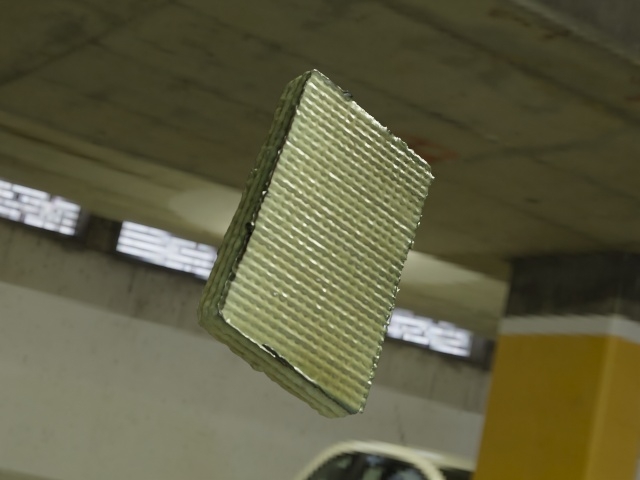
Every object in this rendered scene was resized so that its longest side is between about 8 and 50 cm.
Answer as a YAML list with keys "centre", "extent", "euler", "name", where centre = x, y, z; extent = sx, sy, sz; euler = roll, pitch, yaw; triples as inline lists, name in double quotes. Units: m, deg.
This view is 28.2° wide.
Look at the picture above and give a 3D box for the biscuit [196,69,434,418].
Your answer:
- centre: [0.000, 0.000, 0.799]
  extent: [0.121, 0.199, 0.040]
  euler: [39, -38, -26]
  name: "biscuit"
